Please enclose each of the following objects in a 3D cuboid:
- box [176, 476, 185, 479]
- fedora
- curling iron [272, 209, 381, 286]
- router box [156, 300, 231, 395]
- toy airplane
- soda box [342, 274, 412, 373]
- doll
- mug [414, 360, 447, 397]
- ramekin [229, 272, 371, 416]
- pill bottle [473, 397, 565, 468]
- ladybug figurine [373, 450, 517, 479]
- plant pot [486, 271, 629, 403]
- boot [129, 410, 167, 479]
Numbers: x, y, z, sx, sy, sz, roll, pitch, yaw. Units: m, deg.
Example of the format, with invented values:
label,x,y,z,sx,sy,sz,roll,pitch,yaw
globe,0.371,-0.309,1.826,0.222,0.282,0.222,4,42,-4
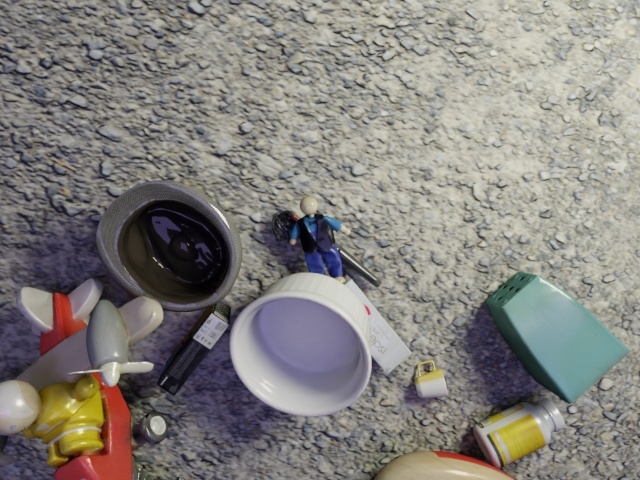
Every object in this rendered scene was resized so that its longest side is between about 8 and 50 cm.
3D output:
label,x,y,z,sx,sy,sz,roll,pitch,yaw
box,-0.312,0.577,1.125,0.062,0.052,0.083,35,91,-8
fedora,-0.288,0.008,1.022,0.276,0.124,0.243,38,93,-16
curling iron,0.013,0.023,1.104,0.274,0.035,0.068,31,97,-8
router box,-0.253,0.210,1.046,0.046,0.133,0.178,37,91,-11
toy airplane,-0.472,0.249,0.919,0.385,0.272,0.385,15,93,22
soda box,0.100,0.179,1.115,0.074,0.069,0.216,-40,100,-1
doll,0.000,0.000,1.055,0.129,0.046,0.188,-15,101,11
mug,0.246,0.321,1.162,0.064,0.078,0.062,-14,131,4
ramekin,-0.029,0.198,1.028,0.278,0.135,0.276,5,114,11
pill bottle,0.451,0.431,1.168,0.184,0.103,0.103,-25,99,-3
ladybug figurine,0.310,0.603,1.128,0.450,0.162,0.305,28,108,-5
plant pot,0.488,0.191,1.119,0.166,0.165,0.234,-42,92,0
boot,-0.387,0.489,1.080,0.161,0.083,0.246,19,90,-4
